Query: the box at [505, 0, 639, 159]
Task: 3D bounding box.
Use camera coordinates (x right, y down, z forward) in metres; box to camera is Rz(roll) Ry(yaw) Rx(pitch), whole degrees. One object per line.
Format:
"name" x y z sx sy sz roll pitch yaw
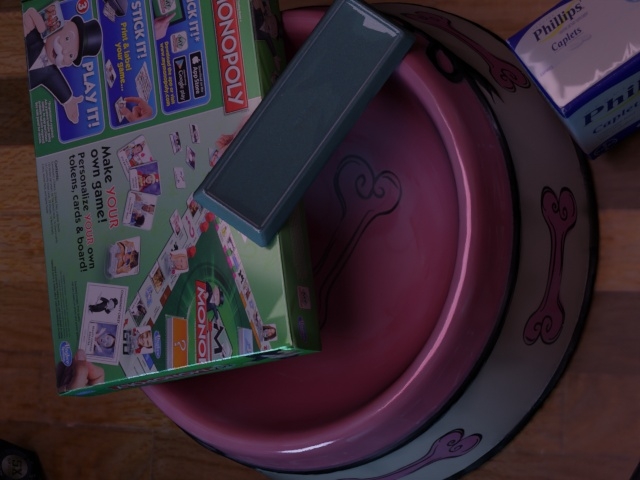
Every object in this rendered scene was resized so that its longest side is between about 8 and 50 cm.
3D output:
"box" 0.216 -0.134 1.363 0.126 0.137 0.072 -35 69 8

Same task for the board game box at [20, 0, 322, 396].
"board game box" -0.118 -0.054 1.437 0.213 0.046 0.317 -12 78 27

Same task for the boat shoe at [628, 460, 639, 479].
"boat shoe" 0.375 0.082 1.253 0.500 0.156 0.187 -50 62 14

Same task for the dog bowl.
"dog bowl" 0.000 0.000 1.475 0.408 0.150 0.408 -3 83 29

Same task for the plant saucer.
"plant saucer" -0.012 -0.091 1.362 0.067 0.018 0.192 35 85 10

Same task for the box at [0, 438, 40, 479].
"box" -0.324 0.277 1.641 0.180 0.077 0.147 -36 49 21
